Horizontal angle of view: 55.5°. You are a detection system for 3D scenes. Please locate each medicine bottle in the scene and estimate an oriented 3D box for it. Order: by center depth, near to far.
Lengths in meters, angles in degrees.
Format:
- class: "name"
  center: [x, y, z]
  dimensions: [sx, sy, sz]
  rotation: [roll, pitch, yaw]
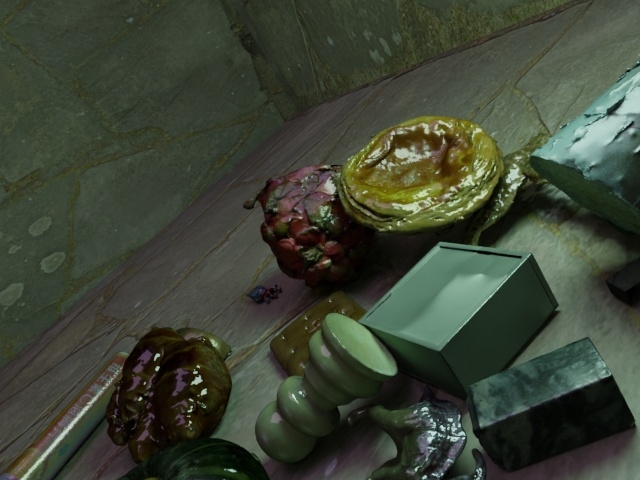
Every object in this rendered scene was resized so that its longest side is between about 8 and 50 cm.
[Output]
- class: "medicine bottle"
  center: [-0.609, 0.451, 1.506]
  dimensions: [0.108, 0.108, 0.426]
  rotation: [-17, 25, 36]

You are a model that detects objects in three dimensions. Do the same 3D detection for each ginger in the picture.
- class: "ginger"
  center: [-0.325, 0.323, 1.282]
  dimensions: [0.357, 0.152, 0.274]
  rotation: [11, 49, 47]

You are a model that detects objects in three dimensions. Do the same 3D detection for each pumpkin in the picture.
- class: "pumpkin"
  center: [-0.199, 0.420, 0.855]
  dimensions: [0.300, 0.207, 0.300]
  rotation: [-27, 8, 4]

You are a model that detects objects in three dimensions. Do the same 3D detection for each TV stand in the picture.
- class: "TV stand"
  center: [0.551, 0.008, 0.910]
  dimensions: [0.256, 0.040, 0.049]
  rotation: [-33, 22, -1]

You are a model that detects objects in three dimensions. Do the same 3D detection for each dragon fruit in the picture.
- class: "dragon fruit"
  center: [0.000, 0.000, 1.460]
  dimensions: [0.314, 0.296, 0.263]
  rotation: [-16, 59, 18]

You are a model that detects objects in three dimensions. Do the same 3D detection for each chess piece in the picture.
- class: "chess piece"
  center: [-0.006, 0.257, 0.988]
  dimensions: [0.251, 0.144, 0.144]
  rotation: [-52, 17, 14]

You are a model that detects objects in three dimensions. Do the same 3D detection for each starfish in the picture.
- class: "starfish"
  center: [0.388, -0.106, 1.248]
  dimensions: [0.324, 0.082, 0.432]
  rotation: [-42, 13, 22]

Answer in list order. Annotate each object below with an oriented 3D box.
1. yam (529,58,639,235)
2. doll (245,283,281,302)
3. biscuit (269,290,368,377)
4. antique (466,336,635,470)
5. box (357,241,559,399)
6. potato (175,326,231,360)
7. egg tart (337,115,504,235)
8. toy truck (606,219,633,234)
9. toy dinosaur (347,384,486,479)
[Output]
- class: "yam"
  center: [0.510, -0.161, 0.864]
  dimensions: [0.348, 0.241, 0.241]
  rotation: [-45, 18, 13]
- class: "doll"
  center: [-0.159, 0.143, 1.636]
  dimensions: [0.114, 0.039, 0.057]
  rotation: [-6, 66, 31]
- class: "biscuit"
  center: [0.016, 0.207, 1.236]
  dimensions: [0.217, 0.044, 0.325]
  rotation: [-34, 20, -8]
- class: "antique"
  center: [0.284, 0.211, 0.776]
  dimensions: [0.183, 0.088, 0.086]
  rotation: [-27, 20, 15]
- class: "box"
  center: [0.224, 0.125, 1.015]
  dimensions: [0.225, 0.117, 0.225]
  rotation: [-41, 21, -19]
- class: "potato"
  center: [-0.356, 0.286, 1.512]
  dimensions: [0.261, 0.100, 0.120]
  rotation: [-16, 26, 39]
- class: "egg tart"
  center: [0.213, -0.121, 1.294]
  dimensions: [0.352, 0.150, 0.352]
  rotation: [-11, 47, 13]
- class: "toy truck"
  center: [0.540, -0.100, 1.084]
  dimensions: [0.125, 0.101, 0.242]
  rotation: [-29, 21, 19]
- class: "toy dinosaur"
  center: [0.132, 0.292, 0.835]
  dimensions: [0.162, 0.077, 0.294]
  rotation: [-30, 24, 6]
